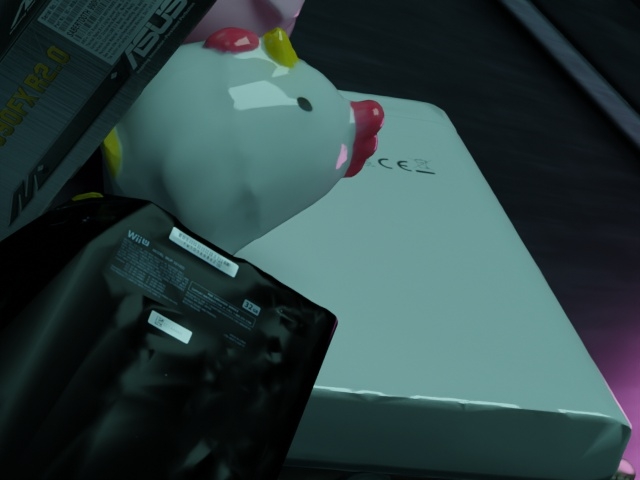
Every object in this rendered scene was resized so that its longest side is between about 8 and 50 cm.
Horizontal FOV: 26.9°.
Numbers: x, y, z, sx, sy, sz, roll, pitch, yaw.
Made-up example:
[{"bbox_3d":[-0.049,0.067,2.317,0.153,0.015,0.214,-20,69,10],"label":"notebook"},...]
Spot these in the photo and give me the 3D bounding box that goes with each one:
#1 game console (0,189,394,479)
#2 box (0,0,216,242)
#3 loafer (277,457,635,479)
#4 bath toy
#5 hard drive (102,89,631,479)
[{"bbox_3d":[0.002,0.148,0.517,0.361,0.044,0.213,33,61,-18],"label":"game console"},{"bbox_3d":[-0.137,-0.083,0.596,0.056,0.231,0.183,30,27,-29],"label":"box"},{"bbox_3d":[0.066,0.114,0.712,0.269,0.102,0.092,12,39,-42],"label":"loafer"},{"bbox_3d":[-0.060,-0.113,0.697,0.129,0.151,0.348,-14,33,-5],"label":"bath toy"},{"bbox_3d":[0.000,0.000,0.737,0.233,0.047,0.353,7,27,-14],"label":"hard drive"}]
